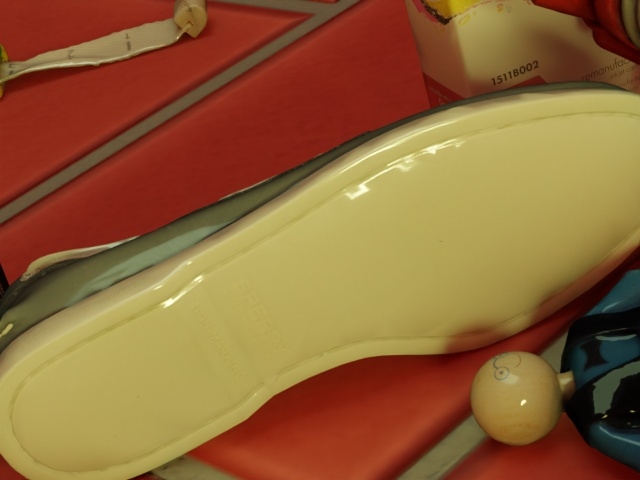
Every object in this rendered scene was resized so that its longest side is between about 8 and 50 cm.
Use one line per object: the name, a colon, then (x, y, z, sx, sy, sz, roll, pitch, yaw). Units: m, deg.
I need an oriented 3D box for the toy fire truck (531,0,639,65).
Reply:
toy fire truck: (0.159, -0.120, 0.691, 0.246, 0.158, 0.217, 9, 17, -28)

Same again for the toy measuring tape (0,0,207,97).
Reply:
toy measuring tape: (-0.249, -0.154, 1.136, 0.330, 0.121, 0.121, -15, 28, 2)

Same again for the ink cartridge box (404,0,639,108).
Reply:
ink cartridge box: (0.102, -0.155, 0.857, 0.115, 0.198, 0.067, -24, 29, -13)

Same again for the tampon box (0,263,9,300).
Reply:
tampon box: (-0.222, 0.058, 0.747, 0.120, 0.101, 0.161, -9, 30, 15)

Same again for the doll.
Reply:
doll: (0.150, 0.042, 0.638, 0.189, 0.046, 0.129, -18, 37, 11)

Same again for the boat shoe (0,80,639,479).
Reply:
boat shoe: (0.000, 0.000, 0.723, 0.319, 0.116, 0.099, -24, 32, -3)
